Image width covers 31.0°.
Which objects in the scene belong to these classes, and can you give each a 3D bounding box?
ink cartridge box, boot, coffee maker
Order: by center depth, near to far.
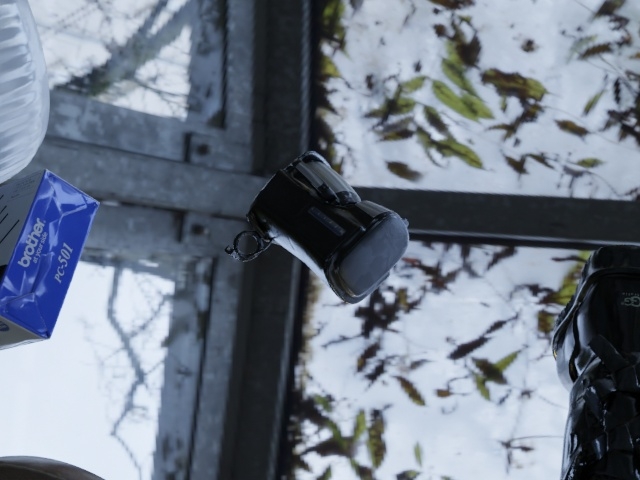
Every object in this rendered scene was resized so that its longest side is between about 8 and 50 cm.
[{"bbox_3d":[0.111,0.069,0.447,0.045,0.121,0.099,6,-119,9],"label":"boot"},{"bbox_3d":[-0.233,0.026,0.748,0.207,0.046,0.097,-15,-130,43],"label":"ink cartridge box"},{"bbox_3d":[0.000,0.000,1.445,0.178,0.120,0.171,41,-77,44],"label":"coffee maker"}]

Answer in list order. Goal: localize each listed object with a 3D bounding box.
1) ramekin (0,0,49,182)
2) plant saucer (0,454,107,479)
[{"bbox_3d":[-0.258,-0.116,0.723,0.207,0.109,0.207,34,-44,40],"label":"ramekin"},{"bbox_3d":[-0.284,0.342,1.301,0.310,0.050,0.311,12,-47,13],"label":"plant saucer"}]
